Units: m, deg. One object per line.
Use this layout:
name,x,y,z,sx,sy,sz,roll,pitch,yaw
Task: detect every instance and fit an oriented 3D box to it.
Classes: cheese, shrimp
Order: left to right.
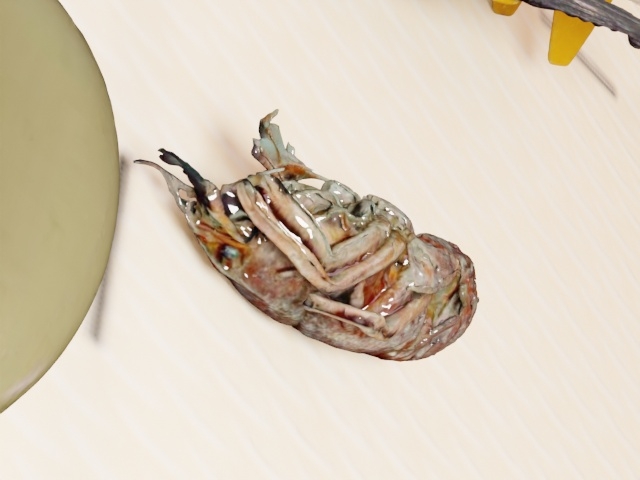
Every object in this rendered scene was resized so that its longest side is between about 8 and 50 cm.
cheese,-0.140,-0.019,0.593,0.175,0.091,0.202,47,38,-29
shrimp,-0.001,0.001,0.817,0.190,0.075,0.073,27,82,-34

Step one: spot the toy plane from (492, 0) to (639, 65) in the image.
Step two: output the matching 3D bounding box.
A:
toy plane,0.051,-0.168,0.964,0.316,0.103,0.204,12,30,-50
